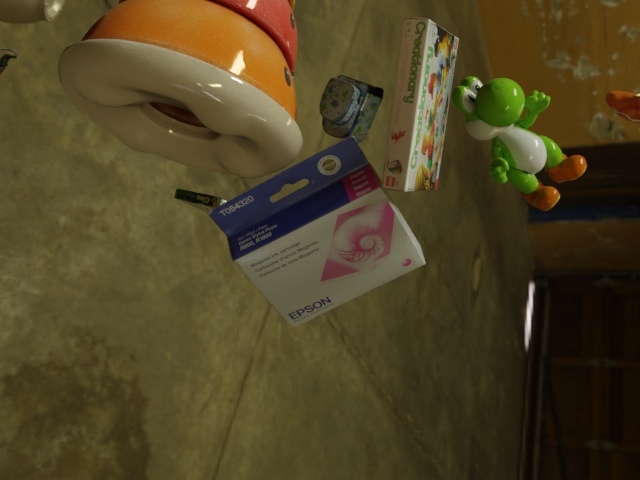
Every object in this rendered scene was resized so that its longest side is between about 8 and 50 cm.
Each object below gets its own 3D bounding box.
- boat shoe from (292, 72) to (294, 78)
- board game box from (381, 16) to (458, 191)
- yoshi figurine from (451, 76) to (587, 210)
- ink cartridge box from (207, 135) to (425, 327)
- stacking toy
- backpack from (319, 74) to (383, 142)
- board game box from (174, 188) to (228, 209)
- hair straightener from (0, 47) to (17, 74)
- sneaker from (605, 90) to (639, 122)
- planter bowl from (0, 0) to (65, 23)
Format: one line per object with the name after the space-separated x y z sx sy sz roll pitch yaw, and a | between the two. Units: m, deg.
-0.226 -0.410 1.945 0.158 0.340 0.127 38 34 -7 | boat shoe
0.191 -0.247 1.261 0.193 0.053 0.305 -12 111 -62 | board game box
0.463 -0.244 1.557 0.362 0.203 0.203 42 39 -12 | yoshi figurine
0.000 0.000 1.316 0.330 0.324 0.071 53 16 -39 | ink cartridge box
-0.145 -0.364 0.985 0.350 0.350 0.480 37 65 -60 | stacking toy
0.049 -0.248 1.256 0.084 0.105 0.114 5 110 -41 | backpack
-0.230 -0.070 1.642 0.260 0.136 0.030 28 74 -61 | board game box
-0.701 -0.303 1.349 0.047 0.230 0.089 47 8 -2 | hair straightener
0.541 -0.215 1.057 0.064 0.175 0.067 -28 131 -34 | sneaker
-0.501 -0.440 1.136 0.162 0.109 0.162 -160 -90 -83 | planter bowl
